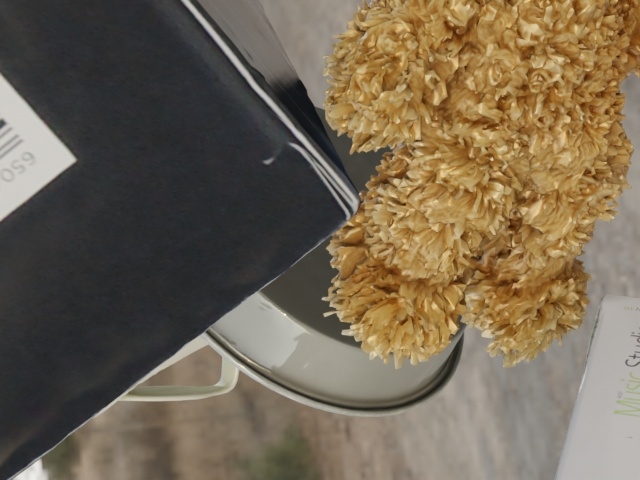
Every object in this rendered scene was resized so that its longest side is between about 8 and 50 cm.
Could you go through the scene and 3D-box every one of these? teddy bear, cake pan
[{"bbox_3d":[0.108,-0.084,0.862,0.338,0.245,0.113,-64,30,8],"label":"teddy bear"},{"bbox_3d":[0.000,0.000,1.282,0.054,0.293,0.293,-51,35,37],"label":"cake pan"}]

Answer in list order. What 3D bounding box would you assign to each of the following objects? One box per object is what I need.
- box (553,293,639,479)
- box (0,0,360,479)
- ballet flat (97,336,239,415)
[{"bbox_3d":[0.141,0.220,0.815,0.232,0.058,0.322,-59,-31,-59],"label":"box"},{"bbox_3d":[-0.179,-0.123,0.695,0.293,0.212,0.395,50,-173,-24],"label":"box"},{"bbox_3d":[-0.069,0.056,1.428,0.139,0.400,0.139,31,130,48],"label":"ballet flat"}]
